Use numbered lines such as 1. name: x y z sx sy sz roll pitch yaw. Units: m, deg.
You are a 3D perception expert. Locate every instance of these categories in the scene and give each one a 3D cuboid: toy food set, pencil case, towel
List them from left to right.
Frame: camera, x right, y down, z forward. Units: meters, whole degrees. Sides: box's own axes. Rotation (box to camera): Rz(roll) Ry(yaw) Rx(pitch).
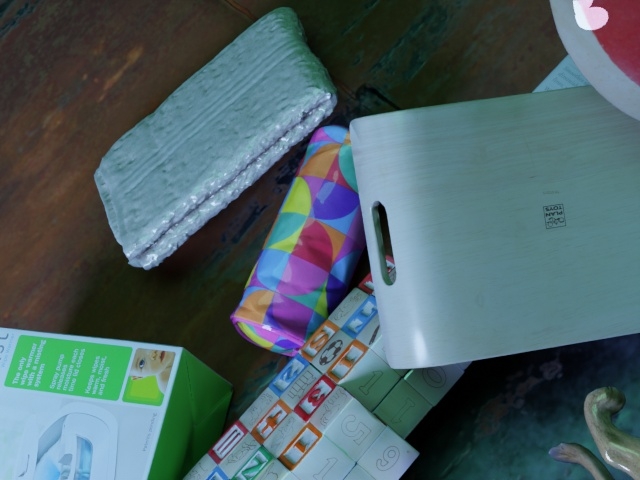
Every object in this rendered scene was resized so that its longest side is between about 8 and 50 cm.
1. towel: -0.109 -0.104 1.916 0.282 0.049 0.187 -39 38 11
2. pencil case: 0.000 0.000 1.822 0.104 0.104 0.236 18 74 31
3. toy food set: 0.189 -0.018 1.636 0.306 0.092 0.220 -9 91 -13

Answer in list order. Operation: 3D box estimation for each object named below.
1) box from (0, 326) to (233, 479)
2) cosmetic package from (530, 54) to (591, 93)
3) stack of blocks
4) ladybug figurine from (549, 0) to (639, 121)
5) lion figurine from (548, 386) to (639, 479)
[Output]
1. box: -0.236 0.231 1.799 0.231 0.127 0.262 6 69 25
2. cosmetic package: 0.315 -0.165 1.768 0.231 0.085 0.117 -48 56 -2
3. stack of blocks: 0.018 0.162 1.688 0.297 0.087 0.171 -48 20 -5
4. ladybug figurine: 0.376 -0.238 1.577 0.162 0.449 0.305 5 105 51
5. lion figurine: 0.393 0.205 1.511 0.392 0.142 0.240 -21 56 15
